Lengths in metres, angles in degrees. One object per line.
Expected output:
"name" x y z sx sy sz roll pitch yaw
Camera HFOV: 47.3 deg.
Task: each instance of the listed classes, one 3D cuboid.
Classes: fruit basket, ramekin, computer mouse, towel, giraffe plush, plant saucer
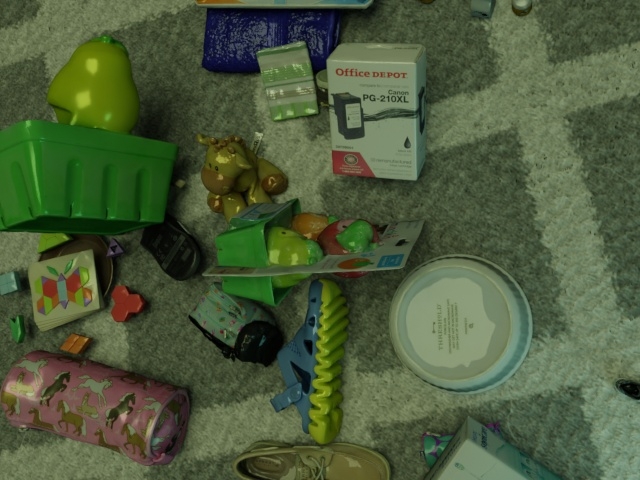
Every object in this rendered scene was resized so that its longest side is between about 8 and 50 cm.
"fruit basket" 0.000 0.000 1.347 0.353 0.327 0.165 -9 103 18
"fruit basket" -0.477 -0.206 1.456 0.283 0.392 0.392 -12 79 36
"ramekin" 0.252 0.153 1.351 0.273 0.127 0.273 -2 83 16
"computer mouse" -0.319 -0.039 1.582 0.262 0.060 0.184 34 97 29
"towel" -0.068 -0.331 1.529 0.113 0.023 0.152 -6 106 20
"towel" -0.105 -0.474 1.563 0.308 0.076 0.227 2 83 17
"giraffe plush" -0.175 -0.141 1.491 0.181 0.170 0.210 1 83 17
"plant saucer" -0.546 0.072 1.644 0.199 0.036 0.198 -2 82 17

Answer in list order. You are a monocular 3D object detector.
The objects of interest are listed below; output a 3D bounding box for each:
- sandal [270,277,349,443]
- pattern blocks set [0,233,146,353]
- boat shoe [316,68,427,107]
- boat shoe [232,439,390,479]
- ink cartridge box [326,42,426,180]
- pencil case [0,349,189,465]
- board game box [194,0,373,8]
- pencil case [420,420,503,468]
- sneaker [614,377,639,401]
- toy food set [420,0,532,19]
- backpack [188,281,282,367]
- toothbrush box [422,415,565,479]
"sandal" -0.026 0.229 1.420 0.138 0.126 0.317 7 90 24
"pattern blocks set" -0.561 0.108 1.611 0.325 0.026 0.285 -28 76 11
"boat shoe" 0.102 -0.293 1.485 0.228 0.068 0.081 12 43 10
"boat shoe" -0.019 0.444 1.405 0.302 0.098 0.109 2 87 17
"ink cartridge box" 0.109 -0.246 1.396 0.172 0.100 0.237 6 123 17
"pencil case" -0.464 0.346 1.522 0.386 0.160 0.167 9 105 17
"board game box" -0.056 -0.667 1.539 0.390 0.050 0.390 5 72 16
"pencil case" 0.262 0.379 1.352 0.152 0.064 0.070 -13 96 14
"sneaker" 0.564 0.268 1.274 0.098 0.069 0.038 14 87 18
"toy food set" 0.304 -0.514 1.432 0.232 0.104 0.111 18 88 18
"backpack" -0.173 0.167 1.477 0.182 0.152 0.115 33 88 30
"toothbrush box" 0.316 0.484 1.253 0.295 0.126 0.216 32 101 7
